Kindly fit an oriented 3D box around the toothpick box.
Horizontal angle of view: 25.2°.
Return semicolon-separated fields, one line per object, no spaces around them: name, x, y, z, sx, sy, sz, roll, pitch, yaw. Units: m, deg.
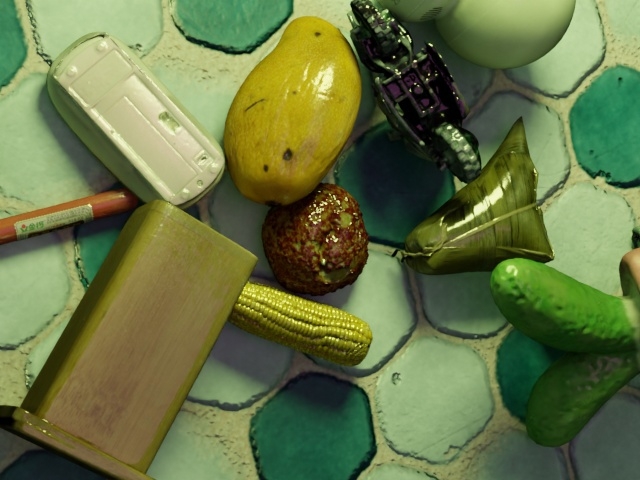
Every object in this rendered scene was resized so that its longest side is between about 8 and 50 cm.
toothpick box;-0.221;0.122;1.686;0.190;0.187;0.308;31;76;-14

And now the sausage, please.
sausage;-0.331;-0.025;1.725;0.253;0.034;0.034;-16;93;-17

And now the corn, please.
corn;-0.029;0.103;1.800;0.203;0.072;0.072;20;82;-16

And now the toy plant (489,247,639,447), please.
toy plant;0.408;0.096;1.837;0.356;0.211;0.317;-13;129;6

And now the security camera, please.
security camera;0.211;-0.320;1.828;0.236;0.194;0.195;32;79;-11

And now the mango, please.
mango;-0.034;-0.166;1.776;0.157;0.109;0.262;10;76;22

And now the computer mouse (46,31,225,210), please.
computer mouse;-0.225;-0.143;1.748;0.245;0.056;0.126;46;73;-1

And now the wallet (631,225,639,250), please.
wallet;0.618;0.041;2.014;0.342;0.075;0.237;-17;90;-17

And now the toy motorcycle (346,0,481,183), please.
toy motorcycle;0.117;-0.190;1.816;0.106;0.159;0.270;-33;94;-1

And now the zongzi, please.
zongzi;0.192;-0.059;1.867;0.204;0.094;0.204;-4;86;-18

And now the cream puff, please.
cream puff;0.000;0.000;1.807;0.149;0.084;0.149;0;90;-17
